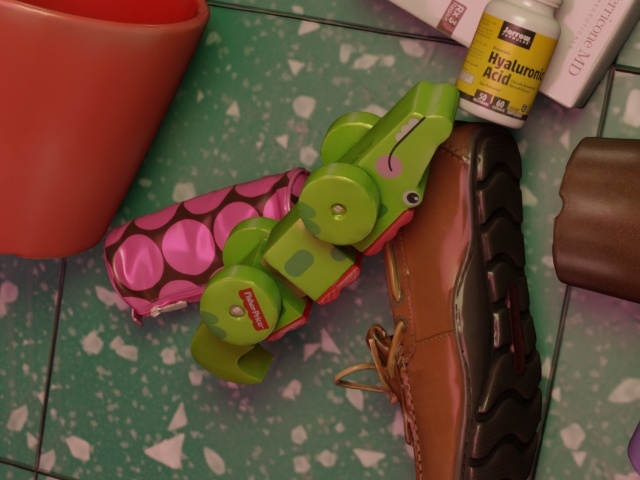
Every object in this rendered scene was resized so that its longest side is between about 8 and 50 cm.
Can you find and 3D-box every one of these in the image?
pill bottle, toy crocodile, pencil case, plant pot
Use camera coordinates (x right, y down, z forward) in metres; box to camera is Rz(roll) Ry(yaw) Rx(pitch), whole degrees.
[{"bbox_3d":[0.152,-0.153,1.018,0.065,0.065,0.116,23,103,15],"label":"pill bottle"},{"bbox_3d":[0.000,0.000,1.062,0.105,0.115,0.340,39,117,-12],"label":"toy crocodile"},{"bbox_3d":[-0.093,0.006,1.191,0.209,0.095,0.098,-20,58,20],"label":"pencil case"},{"bbox_3d":[0.283,-0.013,1.029,0.165,0.167,0.167,11,99,25],"label":"plant pot"},{"bbox_3d":[-0.262,-0.133,1.156,0.275,0.275,0.243,26,114,15],"label":"plant pot"}]

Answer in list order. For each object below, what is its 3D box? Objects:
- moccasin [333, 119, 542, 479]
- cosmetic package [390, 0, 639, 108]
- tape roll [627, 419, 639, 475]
[{"bbox_3d":[0.100,0.088,1.109,0.147,0.139,0.380,-3,96,38],"label":"moccasin"},{"bbox_3d":[0.150,-0.218,1.089,0.231,0.085,0.117,32,105,14],"label":"cosmetic package"},{"bbox_3d":[0.373,0.179,0.950,0.275,0.275,0.090,25,102,15],"label":"tape roll"}]
